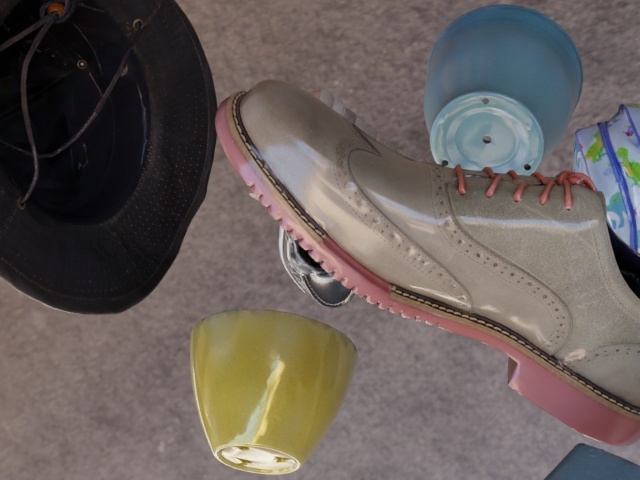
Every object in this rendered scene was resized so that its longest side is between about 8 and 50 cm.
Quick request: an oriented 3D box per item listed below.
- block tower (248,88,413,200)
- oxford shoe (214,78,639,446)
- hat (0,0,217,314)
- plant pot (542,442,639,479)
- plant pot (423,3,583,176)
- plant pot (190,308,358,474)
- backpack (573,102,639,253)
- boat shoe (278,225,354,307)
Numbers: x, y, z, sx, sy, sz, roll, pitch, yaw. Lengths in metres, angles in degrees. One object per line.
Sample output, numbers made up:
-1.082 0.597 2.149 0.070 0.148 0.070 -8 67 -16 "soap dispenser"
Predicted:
0.066 -0.028 1.128 0.097 0.335 0.090 -7 62 42 "block tower"
0.102 -0.012 0.681 0.348 0.123 0.130 31 120 -16 "oxford shoe"
-0.228 -0.098 0.878 0.134 0.331 0.331 -2 108 30 "hat"
0.153 0.294 0.535 0.247 0.252 0.247 15 133 61 "plant pot"
0.293 -0.218 1.849 0.272 0.255 0.271 8 125 11 "plant pot"
-0.042 0.125 0.863 0.134 0.095 0.134 5 151 3 "plant pot"
0.457 -0.027 1.502 0.274 0.290 0.355 5 140 -3 "backpack"
0.000 0.000 1.483 0.302 0.114 0.091 71 176 -45 "boat shoe"
